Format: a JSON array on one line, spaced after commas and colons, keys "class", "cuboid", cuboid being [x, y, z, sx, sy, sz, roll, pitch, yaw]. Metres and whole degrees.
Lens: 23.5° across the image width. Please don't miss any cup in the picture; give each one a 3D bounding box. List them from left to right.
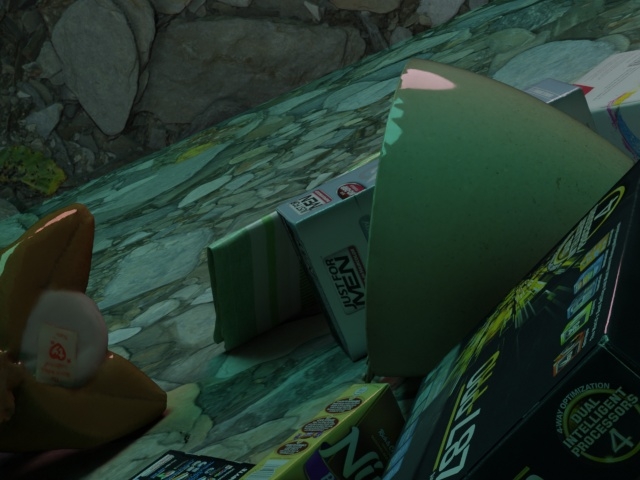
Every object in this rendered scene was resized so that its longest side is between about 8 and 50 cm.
[{"class": "cup", "cuboid": [0.193, -0.012, 1.567, 0.237, 0.331, 0.331, 6, 23, 12]}]

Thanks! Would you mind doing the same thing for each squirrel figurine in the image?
[{"class": "squirrel figurine", "cuboid": [-0.450, 0.182, 1.885, 0.370, 0.281, 0.397, -18, 12, 44]}]

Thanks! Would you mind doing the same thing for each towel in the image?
[{"class": "towel", "cuboid": [0.000, 0.000, 1.962, 0.325, 0.248, 0.038, -29, 61, -19]}]

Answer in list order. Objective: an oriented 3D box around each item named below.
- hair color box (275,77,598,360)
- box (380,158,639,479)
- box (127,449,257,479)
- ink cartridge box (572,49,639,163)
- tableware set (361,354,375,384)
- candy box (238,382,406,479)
[{"class": "hair color box", "cuboid": [0.158, -0.029, 1.826, 0.374, 0.185, 0.113, -26, 17, -7]}, {"class": "box", "cuboid": [0.173, 0.123, 1.218, 0.318, 0.097, 0.395, -51, 2, 28]}, {"class": "box", "cuboid": [-0.173, 0.288, 1.500, 0.220, 0.051, 0.175, -34, 18, -33]}, {"class": "ink cartridge box", "cuboid": [0.452, -0.162, 1.948, 0.226, 0.131, 0.306, -34, 20, -37]}, {"class": "tableware set", "cuboid": [0.070, 0.078, 1.697, 0.020, 0.169, 0.141, 14, 8, 9]}, {"class": "candy box", "cuboid": [0.009, 0.218, 1.355, 0.053, 0.109, 0.186, -8, 22, 47]}]
